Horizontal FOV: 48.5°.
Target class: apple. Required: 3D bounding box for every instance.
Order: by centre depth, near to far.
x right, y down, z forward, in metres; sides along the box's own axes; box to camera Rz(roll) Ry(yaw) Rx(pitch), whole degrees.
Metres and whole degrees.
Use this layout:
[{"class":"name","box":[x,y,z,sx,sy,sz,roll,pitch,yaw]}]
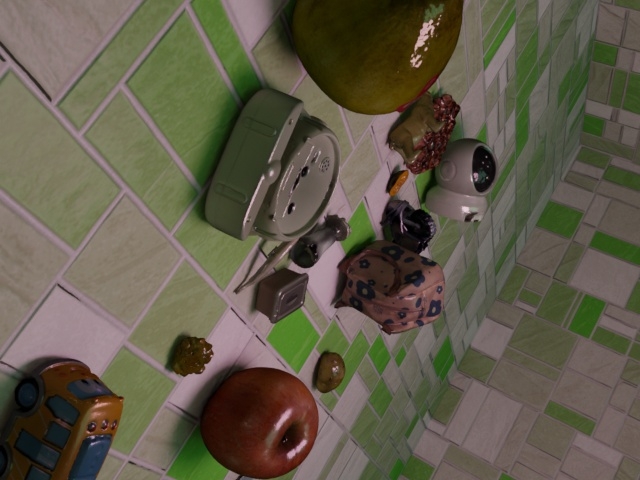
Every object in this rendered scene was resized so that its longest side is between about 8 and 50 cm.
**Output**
[{"class":"apple","box":[-0.135,0.385,1.519,0.253,0.254,0.253,-44,148,-38]}]

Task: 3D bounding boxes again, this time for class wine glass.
[{"class":"wine glass","box":[0.000,0.000,1.596,0.155,0.072,0.072,-36,142,-47]}]

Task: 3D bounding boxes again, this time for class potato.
[{"class":"potato","box":[0.029,0.371,1.977,0.091,0.070,0.137,-40,145,-40]}]

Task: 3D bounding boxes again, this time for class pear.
[{"class":"pear","box":[0.109,-0.373,1.187,0.287,0.287,0.375,-57,-174,-17]}]

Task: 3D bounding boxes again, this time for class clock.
[{"class":"clock","box":[-0.062,-0.119,1.318,0.324,0.109,0.265,12,101,-65]}]

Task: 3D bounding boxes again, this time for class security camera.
[{"class":"security camera","box":[0.424,-0.189,2.118,0.195,0.195,0.236,-17,123,-58]}]

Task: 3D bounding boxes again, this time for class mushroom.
[{"class":"mushroom","box":[-0.068,-0.001,1.475,0.306,0.043,0.068,-51,170,-30]}]

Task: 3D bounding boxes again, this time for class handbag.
[{"class":"handbag","box":[0.172,0.124,1.844,0.193,0.252,0.190,-25,128,-41]}]

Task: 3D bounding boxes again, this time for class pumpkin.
[{"class":"pumpkin","box":[0.200,-0.156,1.888,0.083,0.028,0.050,-59,154,6]}]

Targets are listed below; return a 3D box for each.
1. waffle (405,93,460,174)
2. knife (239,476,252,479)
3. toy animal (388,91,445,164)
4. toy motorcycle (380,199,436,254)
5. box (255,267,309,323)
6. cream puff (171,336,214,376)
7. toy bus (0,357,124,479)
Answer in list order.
[{"class":"waffle","box":[0.311,-0.291,1.957,0.221,0.055,0.234,-21,134,-57]},{"class":"knife","box":[-0.169,0.589,1.837,0.331,0.044,0.080,-44,155,-27]},{"class":"toy animal","box":[0.245,-0.288,1.788,0.218,0.101,0.103,-50,176,-18]},{"class":"toy motorcycle","box":[0.238,-0.021,1.979,0.106,0.159,0.270,-41,163,-24]},{"class":"box","box":[-0.085,0.115,1.538,0.122,0.062,0.089,-29,137,-53]},{"class":"cream puff","box":[-0.241,0.215,1.338,0.058,0.083,0.083,-108,-173,-56]},{"class":"toy bus","box":[-0.378,0.289,1.038,0.209,0.136,0.126,-66,155,-1]}]
